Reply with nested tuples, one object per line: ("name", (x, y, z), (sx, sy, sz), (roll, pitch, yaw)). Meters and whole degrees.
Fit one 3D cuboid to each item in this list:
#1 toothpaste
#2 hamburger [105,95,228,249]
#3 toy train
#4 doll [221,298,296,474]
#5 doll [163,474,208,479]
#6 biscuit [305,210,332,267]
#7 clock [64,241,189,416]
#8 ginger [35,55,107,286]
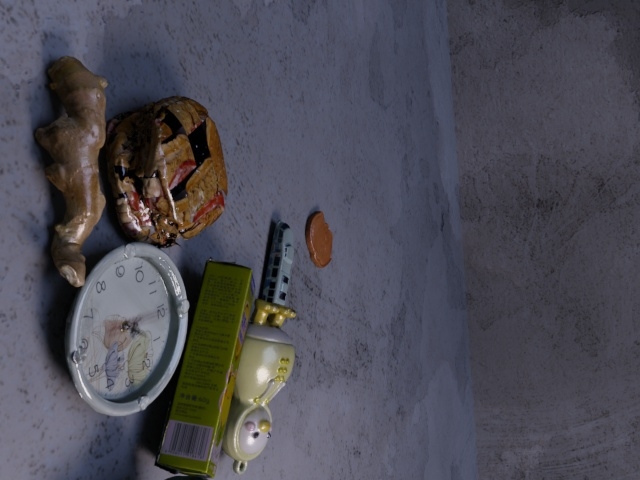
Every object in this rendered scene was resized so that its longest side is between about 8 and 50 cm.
("toothpaste", (-0.171, 0.200, 1.108), (0.110, 0.077, 0.327), (91, 9, -67))
("hamburger", (-0.214, -0.098, 1.041), (0.231, 0.107, 0.231), (-7, 90, -69))
("toy train", (-0.082, 0.062, 1.375), (0.043, 0.047, 0.207), (39, 57, -60))
("doll", (-0.109, 0.251, 1.231), (0.141, 0.117, 0.296), (22, 70, -60))
("doll", (-0.186, 0.464, 0.947), (0.177, 0.161, 0.260), (-29, 92, -43))
("biscuit", (0.000, 0.000, 1.580), (0.102, 0.019, 0.130), (-62, 143, -44))
("clock", (-0.268, 0.117, 0.971), (0.236, 0.053, 0.236), (3, 90, -66))
("ginger", (-0.308, -0.087, 0.883), (0.089, 0.075, 0.288), (5, 85, -32))
